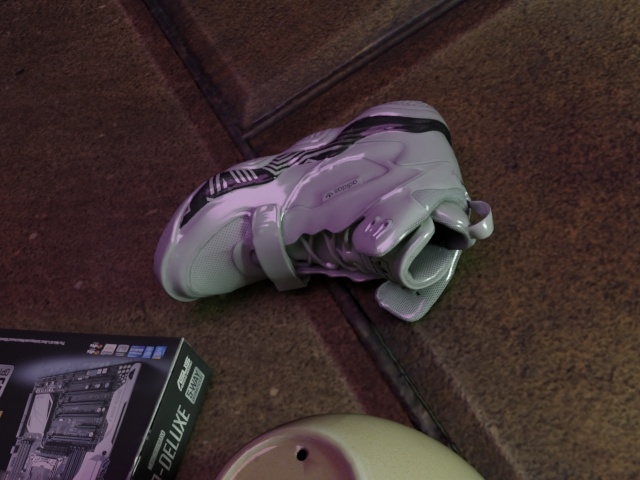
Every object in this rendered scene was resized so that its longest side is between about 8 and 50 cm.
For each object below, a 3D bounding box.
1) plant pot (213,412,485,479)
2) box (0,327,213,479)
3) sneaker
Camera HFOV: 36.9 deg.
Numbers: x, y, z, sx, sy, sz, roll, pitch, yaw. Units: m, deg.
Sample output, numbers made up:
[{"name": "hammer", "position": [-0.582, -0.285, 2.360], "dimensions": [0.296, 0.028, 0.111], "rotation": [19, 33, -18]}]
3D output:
[{"name": "plant pot", "position": [0.005, 0.251, 0.767], "dimensions": [0.284, 0.191, 0.284], "rotation": [-15, 48, 17]}, {"name": "box", "position": [-0.295, 0.219, 1.028], "dimensions": [0.307, 0.076, 0.243], "rotation": [0, 54, 28]}, {"name": "sneaker", "position": [0.000, 0.000, 1.012], "dimensions": [0.365, 0.137, 0.210], "rotation": [-27, 43, 0]}]
